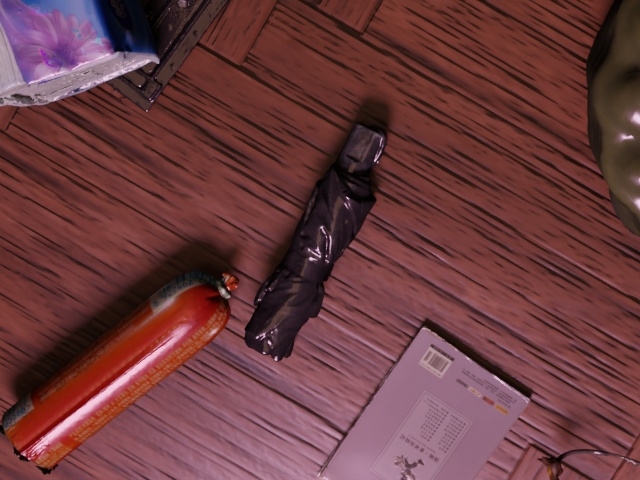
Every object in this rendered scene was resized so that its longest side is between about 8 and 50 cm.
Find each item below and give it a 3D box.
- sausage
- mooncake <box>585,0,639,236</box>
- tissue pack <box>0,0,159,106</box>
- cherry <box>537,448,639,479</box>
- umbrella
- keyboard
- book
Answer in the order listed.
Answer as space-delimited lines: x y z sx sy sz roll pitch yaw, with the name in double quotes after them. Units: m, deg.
-0.181 0.114 1.589 0.264 0.083 0.083 -38 93 9 "sausage"
0.405 -0.117 1.440 0.356 0.194 0.356 1 99 7 "mooncake"
-0.259 -0.259 1.477 0.146 0.198 0.263 -20 92 7 "tissue pack"
0.319 0.219 1.546 0.225 0.090 0.107 -14 99 8 "cherry"
0.000 0.000 1.561 0.059 0.066 0.236 28 97 7 "umbrella"
-0.126 -0.218 1.569 0.061 0.013 0.204 37 99 0 "keyboard"
0.098 0.187 1.603 0.127 0.014 0.182 34 100 0 "book"
